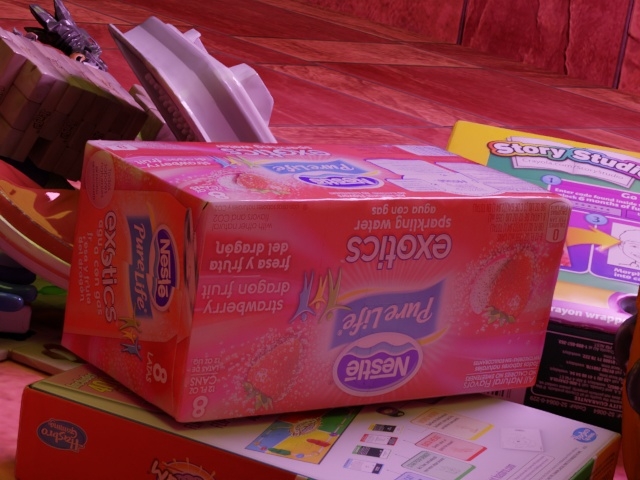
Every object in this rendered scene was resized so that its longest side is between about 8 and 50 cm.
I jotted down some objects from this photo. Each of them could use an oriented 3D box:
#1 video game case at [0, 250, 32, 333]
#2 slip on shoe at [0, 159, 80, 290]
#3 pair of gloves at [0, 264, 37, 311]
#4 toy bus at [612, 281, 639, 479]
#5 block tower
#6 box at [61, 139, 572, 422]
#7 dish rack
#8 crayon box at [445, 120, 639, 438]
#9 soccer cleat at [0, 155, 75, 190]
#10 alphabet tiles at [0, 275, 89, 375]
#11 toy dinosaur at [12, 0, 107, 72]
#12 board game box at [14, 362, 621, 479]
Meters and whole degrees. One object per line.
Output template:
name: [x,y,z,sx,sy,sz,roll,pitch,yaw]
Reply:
video game case: [-0.346,-0.003,1.411,0.204,0.025,0.285,6,22,-16]
slip on shoe: [-0.129,0.007,1.327,0.331,0.101,0.123,26,10,10]
pair of gloves: [-0.300,0.044,1.260,0.159,0.023,0.198,19,32,3]
toy bus: [0.275,0.030,1.152,0.130,0.332,0.108,9,13,2]
block tower: [-0.195,-0.100,1.671,0.335,0.097,0.091,18,20,-46]
box: [0.001,0.019,1.139,0.300,0.142,0.154,-2,17,-38]
dish rack: [-0.065,-0.068,1.490,0.072,0.285,0.333,-35,21,-5]
crayon box: [0.260,0.038,1.435,0.363,0.106,0.313,11,30,8]
soccer cleat: [-0.340,-0.075,1.719,0.121,0.093,0.289,11,12,-37]
alphabet tiles: [-0.242,0.050,1.421,0.285,0.011,0.342,17,16,29]
toy dinosaur: [-0.299,-0.145,1.962,0.322,0.164,0.218,48,4,-32]
board game box: [0.005,0.137,1.105,0.316,0.064,0.242,15,15,24]
